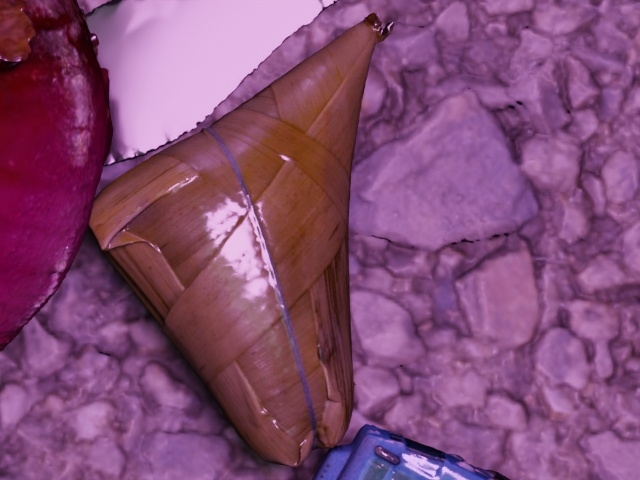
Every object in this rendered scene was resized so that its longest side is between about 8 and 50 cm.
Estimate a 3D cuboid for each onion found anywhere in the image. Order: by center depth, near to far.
[{"bbox_3d":[-0.310,-0.063,1.112,0.347,0.385,0.348,2,99,15],"label":"onion"}]

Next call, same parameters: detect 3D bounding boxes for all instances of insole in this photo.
[{"bbox_3d":[-0.076,-0.155,1.314,0.322,0.007,0.109,-37,91,-5],"label":"insole"}]

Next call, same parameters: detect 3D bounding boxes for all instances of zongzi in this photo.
[{"bbox_3d":[0.000,0.000,1.269,0.256,0.115,0.228,-36,92,-13],"label":"zongzi"}]

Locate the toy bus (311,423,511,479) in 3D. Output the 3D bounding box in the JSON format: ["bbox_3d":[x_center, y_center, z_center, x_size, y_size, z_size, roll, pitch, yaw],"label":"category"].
[{"bbox_3d":[0.027,0.238,1.247,0.133,0.116,0.234,29,88,1],"label":"toy bus"}]
